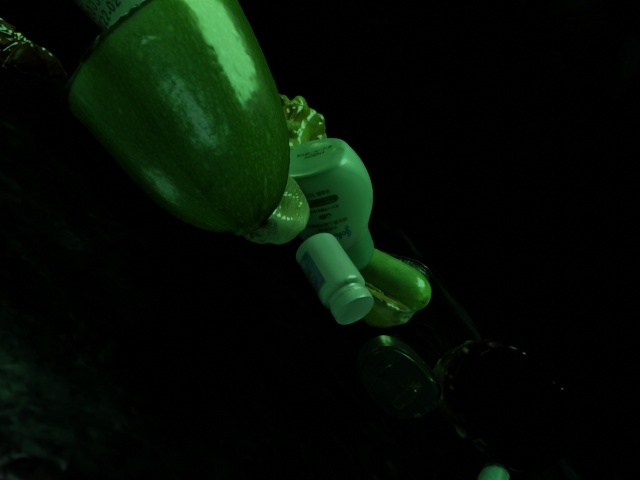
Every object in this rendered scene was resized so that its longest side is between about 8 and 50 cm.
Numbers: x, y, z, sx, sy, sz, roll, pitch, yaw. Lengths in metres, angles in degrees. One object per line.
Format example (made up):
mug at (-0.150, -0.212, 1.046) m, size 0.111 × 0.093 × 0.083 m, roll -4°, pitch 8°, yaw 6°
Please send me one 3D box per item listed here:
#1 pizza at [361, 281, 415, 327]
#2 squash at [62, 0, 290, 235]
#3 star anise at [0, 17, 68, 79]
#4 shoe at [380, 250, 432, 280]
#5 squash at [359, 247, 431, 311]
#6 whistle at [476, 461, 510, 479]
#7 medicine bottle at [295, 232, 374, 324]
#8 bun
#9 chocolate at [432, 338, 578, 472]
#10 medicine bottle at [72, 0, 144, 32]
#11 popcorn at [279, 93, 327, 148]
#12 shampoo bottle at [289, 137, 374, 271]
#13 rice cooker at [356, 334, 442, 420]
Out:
pizza at (0.105, 0.151, 1.214) m, size 0.188 × 0.081 × 0.204 m, roll 28°, pitch 4°, yaw 31°
squash at (-0.157, -0.169, 0.781) m, size 0.309 × 0.310 × 0.310 m, roll 49°, pitch 12°, yaw -4°
star anise at (-0.450, -0.287, 0.699) m, size 0.157 × 0.053 × 0.212 m, roll 47°, pitch 14°, yaw -7°
shoe at (0.190, 0.123, 1.519) m, size 0.109 × 0.149 × 0.293 m, roll 48°, pitch -20°, yaw -19°
squash at (0.148, 0.084, 1.394) m, size 0.370 × 0.118 × 0.118 m, roll 30°, pitch -4°, yaw 45°
whistle at (0.304, 0.469, 0.931) m, size 0.062 × 0.062 × 0.312 m, roll 53°, pitch 13°, yaw 21°
medicine bottle at (0.029, 0.080, 1.093) m, size 0.102 × 0.103 × 0.187 m, roll 32°, pitch 21°, yaw -53°
bun at (-0.115, -0.062, 0.997) m, size 0.178 × 0.128 × 0.193 m, roll 43°, pitch 24°, yaw -21°
chocolate at (0.386, 0.368, 1.167) m, size 0.340 × 0.225 × 0.210 m, roll 39°, pitch -21°, yaw -16°
medicine bottle at (-0.523, -0.654, 1.192) m, size 0.388 × 0.219 × 0.219 m, roll 45°, pitch 12°, yaw -12°
popcorn at (-0.099, -0.244, 1.302) m, size 0.215 × 0.252 × 0.286 m, roll 20°, pitch 42°, yaw 9°
shampoo bottle at (0.027, -0.058, 1.211) m, size 0.151 × 0.221 × 0.350 m, roll -89°, pitch 162°, yaw -46°
rice cooker at (0.139, 0.248, 0.930) m, size 0.165 × 0.112 × 0.106 m, roll 45°, pitch 7°, yaw -19°
